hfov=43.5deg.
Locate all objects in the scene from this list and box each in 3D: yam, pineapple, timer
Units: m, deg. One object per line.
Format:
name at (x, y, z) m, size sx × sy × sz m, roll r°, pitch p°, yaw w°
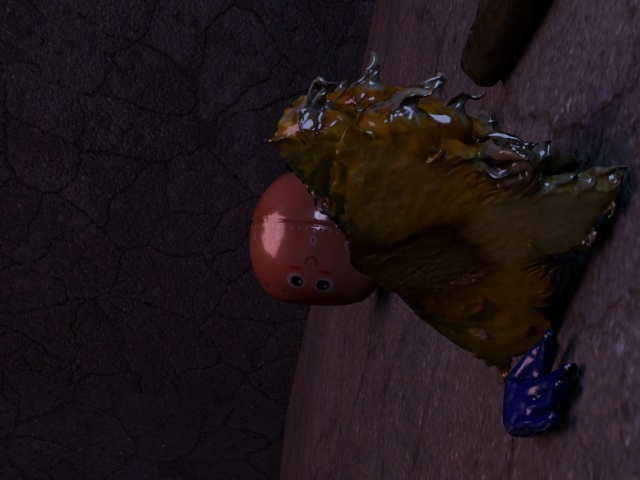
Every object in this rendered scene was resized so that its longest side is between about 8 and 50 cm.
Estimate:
yam at (0.168, -0.223, 0.662) m, size 0.274 × 0.061 × 0.061 m, roll 105°, pitch 173°, yaw -64°
pineapple at (0.104, -0.048, 0.525) m, size 0.164 × 0.250 × 0.139 m, roll -36°, pitch 25°, yaw 35°
timer at (0.000, 0.000, 1.298) m, size 0.229 × 0.230 × 0.214 m, roll 154°, pitch 120°, yaw -85°

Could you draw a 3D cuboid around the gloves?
gloves at (0.140, 0.094, 0.517) m, size 0.086 × 0.026 × 0.064 m, roll 106°, pitch 174°, yaw -63°
